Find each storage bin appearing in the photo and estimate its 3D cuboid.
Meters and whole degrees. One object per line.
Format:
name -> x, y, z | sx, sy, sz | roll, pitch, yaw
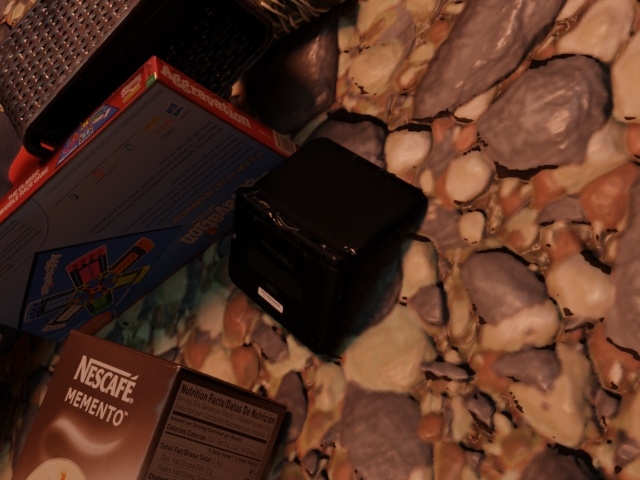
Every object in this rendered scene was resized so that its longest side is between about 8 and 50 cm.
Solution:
storage bin -> -0.140, -0.138, 0.686 | 0.180, 0.122, 0.084 | -43, 59, 13

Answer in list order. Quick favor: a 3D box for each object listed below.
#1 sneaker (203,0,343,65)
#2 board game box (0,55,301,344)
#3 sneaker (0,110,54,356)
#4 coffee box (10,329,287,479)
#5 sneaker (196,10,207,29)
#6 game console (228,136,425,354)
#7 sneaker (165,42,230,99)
sneaker -> -0.016, -0.203, 0.725 | 0.192, 0.064, 0.086 | -45, 38, 13
board game box -> -0.160, -0.013, 0.704 | 0.281, 0.145, 0.027 | -35, 47, 27
sneaker -> -0.290, 0.059, 0.827 | 0.131, 0.148, 0.350 | 33, 116, 59
coffee box -> -0.136, 0.195, 0.595 | 0.141, 0.098, 0.246 | 7, 74, 47
sneaker -> -0.167, -0.239, 0.875 | 0.252, 0.103, 0.111 | -28, 52, 31
game console -> 0.000, 0.000, 0.630 | 0.122, 0.071, 0.107 | 35, 125, 46
sneaker -> -0.125, -0.107, 0.787 | 0.073, 0.063, 0.162 | -18, 56, 43
